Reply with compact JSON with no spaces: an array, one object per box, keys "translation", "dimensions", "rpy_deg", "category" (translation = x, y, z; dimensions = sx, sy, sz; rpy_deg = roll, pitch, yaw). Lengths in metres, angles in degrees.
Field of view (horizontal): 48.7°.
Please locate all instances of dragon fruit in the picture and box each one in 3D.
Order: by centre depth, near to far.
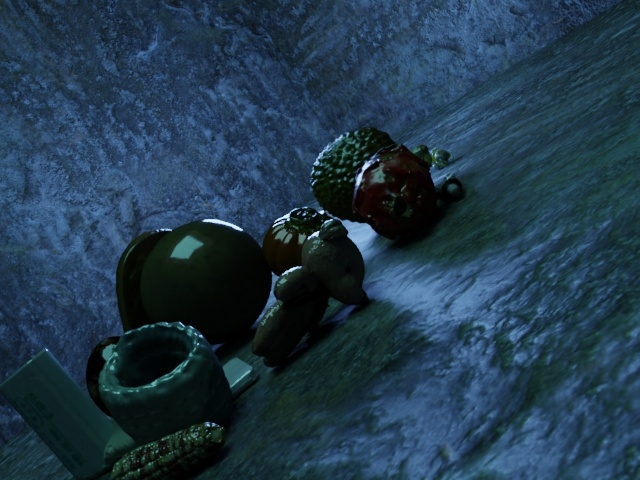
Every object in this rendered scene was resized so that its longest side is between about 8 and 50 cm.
[{"translation":[0.170,-0.101,1.618],"dimensions":[0.210,0.205,0.268],"rpy_deg":[-32,18,10],"category":"dragon fruit"}]

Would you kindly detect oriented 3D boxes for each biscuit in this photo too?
[{"translation":[-0.432,0.159,2.042],"dimensions":[0.070,0.394,0.350],"rpy_deg":[-1,19,36],"category":"biscuit"}]

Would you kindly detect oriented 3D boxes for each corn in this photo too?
[{"translation":[-0.252,0.360,1.176],"dimensions":[0.237,0.079,0.079],"rpy_deg":[-32,9,25],"category":"corn"}]

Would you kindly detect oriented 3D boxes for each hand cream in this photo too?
[{"translation":[0.308,-0.131,1.744],"dimensions":[0.084,0.050,0.257],"rpy_deg":[-38,5,7],"category":"hand cream"}]

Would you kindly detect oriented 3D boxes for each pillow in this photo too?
[{"translation":[-0.344,0.374,1.458],"dimensions":[0.254,0.078,0.144],"rpy_deg":[-30,15,34],"category":"pillow"}]

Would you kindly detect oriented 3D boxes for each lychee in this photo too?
[{"translation":[0.134,-0.173,1.937],"dimensions":[0.320,0.270,0.270],"rpy_deg":[7,23,14],"category":"lychee"}]

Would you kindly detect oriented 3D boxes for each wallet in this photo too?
[{"translation":[-0.185,0.287,1.462],"dimensions":[0.095,0.033,0.190],"rpy_deg":[-37,8,-14],"category":"wallet"}]

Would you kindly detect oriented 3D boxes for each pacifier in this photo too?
[{"translation":[0.364,-0.241,2.141],"dimensions":[0.064,0.068,0.083],"rpy_deg":[104,-179,-46],"category":"pacifier"}]

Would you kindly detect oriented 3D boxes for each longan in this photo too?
[{"translation":[-0.296,0.116,1.865],"dimensions":[0.361,0.361,0.361],"rpy_deg":[-35,8,6],"category":"longan"}]

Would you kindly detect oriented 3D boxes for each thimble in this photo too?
[{"translation":[-0.289,0.265,1.295],"dimensions":[0.250,0.172,0.205],"rpy_deg":[4,39,39],"category":"thimble"}]

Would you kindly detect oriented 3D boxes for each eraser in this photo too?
[{"translation":[-0.567,0.390,1.564],"dimensions":[0.189,0.290,0.104],"rpy_deg":[-32,9,44],"category":"eraser"}]

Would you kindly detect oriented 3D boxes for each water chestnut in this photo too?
[{"translation":[-0.471,0.324,1.763],"dimensions":[0.223,0.223,0.238],"rpy_deg":[-31,39,32],"category":"water chestnut"}]

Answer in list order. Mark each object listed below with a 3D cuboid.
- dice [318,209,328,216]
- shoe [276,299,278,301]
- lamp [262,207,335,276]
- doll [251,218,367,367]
[{"translation":[0.000,0.000,1.973],"dimensions":[0.120,0.128,0.131],"rpy_deg":[-37,9,4],"category":"dice"},{"translation":[-0.043,0.130,1.632],"dimensions":[0.106,0.091,0.207],"rpy_deg":[-14,5,2],"category":"shoe"},{"translation":[-0.038,0.018,1.798],"dimensions":[0.223,0.196,0.223],"rpy_deg":[-2,28,1],"category":"lamp"},{"translation":[-0.005,0.122,1.375],"dimensions":[0.303,0.156,0.201],"rpy_deg":[-59,-26,-15],"category":"doll"}]
